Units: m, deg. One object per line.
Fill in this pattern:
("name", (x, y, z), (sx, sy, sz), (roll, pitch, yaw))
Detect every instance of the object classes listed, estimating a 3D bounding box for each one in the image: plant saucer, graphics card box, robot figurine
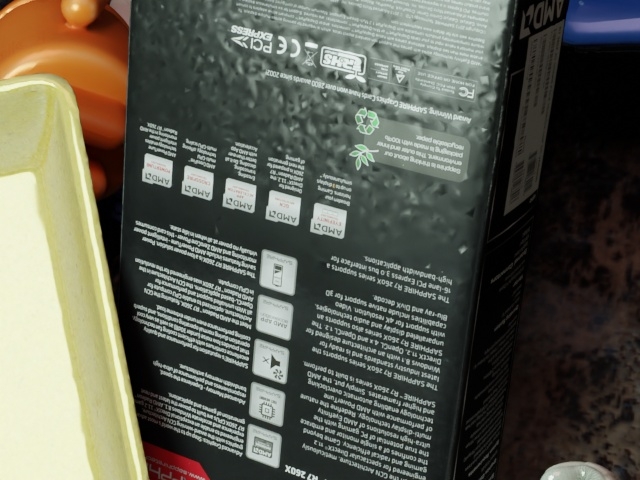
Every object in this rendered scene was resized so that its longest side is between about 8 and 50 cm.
("plant saucer", (-0.269, 0.095, 0.960), (0.332, 0.081, 0.333), (-12, 86, 7))
("graphics card box", (0.000, 0.000, 0.896), (0.232, 0.371, 0.094), (16, 25, 25))
("robot figurine", (-0.186, -0.108, 1.127), (0.128, 0.158, 0.219), (-18, 29, -2))

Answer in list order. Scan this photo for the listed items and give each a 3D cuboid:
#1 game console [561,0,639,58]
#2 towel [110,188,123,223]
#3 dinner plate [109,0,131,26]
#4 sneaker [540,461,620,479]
("game console", (0.300, -0.196, 1.057), (0.250, 0.173, 0.293), (1, 56, 19))
("towel", (0.021, -0.110, 1.150), (0.243, 0.040, 0.336), (19, 63, 25))
("dinner plate", (-0.111, -0.209, 1.248), (0.141, 0.017, 0.141), (-17, 42, 15))
("sneaker", (0.086, 0.244, 0.842), (0.110, 0.118, 0.292), (24, 67, 26))
